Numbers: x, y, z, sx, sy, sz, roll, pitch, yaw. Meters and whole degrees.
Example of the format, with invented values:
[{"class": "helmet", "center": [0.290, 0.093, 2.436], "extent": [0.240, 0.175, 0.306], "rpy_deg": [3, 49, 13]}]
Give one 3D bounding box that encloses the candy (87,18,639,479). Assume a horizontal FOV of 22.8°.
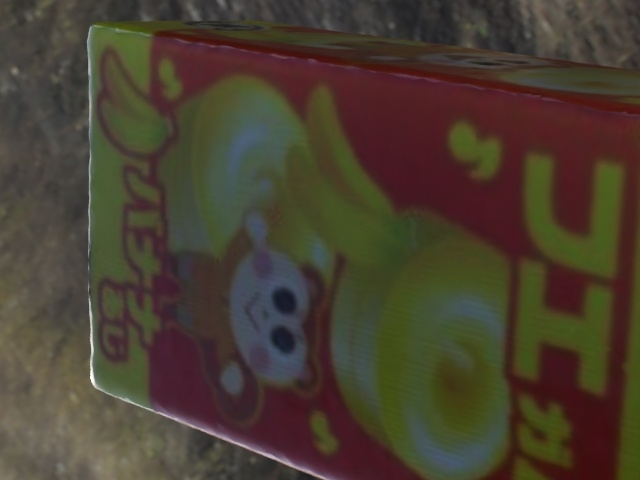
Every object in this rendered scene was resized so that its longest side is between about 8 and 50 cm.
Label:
[{"class": "candy", "center": [0.040, 0.010, 0.514], "extent": [0.276, 0.088, 0.146], "rpy_deg": [13, 107, 42]}]
